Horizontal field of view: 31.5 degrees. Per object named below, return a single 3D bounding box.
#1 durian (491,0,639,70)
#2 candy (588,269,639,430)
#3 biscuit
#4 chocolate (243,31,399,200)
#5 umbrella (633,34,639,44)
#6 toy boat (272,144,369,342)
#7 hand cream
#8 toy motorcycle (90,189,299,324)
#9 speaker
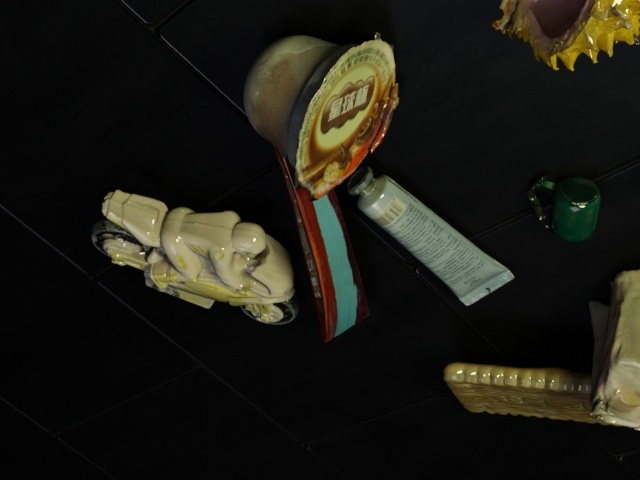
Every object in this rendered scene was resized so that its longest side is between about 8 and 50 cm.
[{"bbox_3d":[0.330,-0.292,1.124,0.195,0.186,0.305,11,122,-19],"label":"durian"},{"bbox_3d":[0.445,0.149,1.486,0.184,0.195,0.137,13,138,6],"label":"candy"},{"bbox_3d":[0.354,0.228,1.677,0.324,0.044,0.217,2,158,20],"label":"biscuit"},{"bbox_3d":[-0.016,-0.167,1.371,0.147,0.221,0.221,27,144,30],"label":"chocolate"},{"bbox_3d":[0.326,-0.239,1.237,0.143,0.040,0.037,18,127,2],"label":"umbrella"},{"bbox_3d":[0.000,0.000,1.577,0.079,0.136,0.392,-20,132,-3],"label":"toy boat"},{"bbox_3d":[0.144,-0.004,1.553,0.271,0.058,0.091,38,124,-24],"label":"hand cream"},{"bbox_3d":[-0.166,0.023,1.662,0.340,0.108,0.223,23,148,-12],"label":"toy motorcycle"},{"bbox_3d":[0.305,-0.042,1.438,0.094,0.060,0.075,10,136,13],"label":"speaker"}]
